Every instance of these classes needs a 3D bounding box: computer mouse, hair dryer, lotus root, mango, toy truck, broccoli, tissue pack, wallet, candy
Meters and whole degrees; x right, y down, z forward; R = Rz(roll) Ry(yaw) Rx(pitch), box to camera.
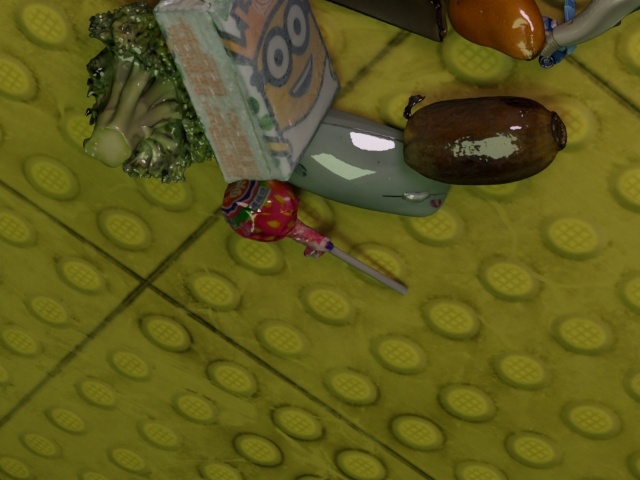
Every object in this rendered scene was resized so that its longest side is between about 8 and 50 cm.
[{"bbox_3d":[0.055,-0.109,2.203,0.288,0.097,0.159,22,138,4],"label":"computer mouse"},{"bbox_3d":[0.462,-0.293,1.804,0.295,0.119,0.298,19,144,-6],"label":"hair dryer"},{"bbox_3d":[0.230,-0.144,2.059,0.241,0.123,0.124,0,143,30],"label":"lotus root"},{"bbox_3d":[0.241,-0.301,1.891,0.159,0.084,0.105,30,129,32],"label":"mango"},{"bbox_3d":[0.316,-0.284,1.923,0.073,0.056,0.090,34,126,-18],"label":"toy truck"},{"bbox_3d":[-0.247,-0.217,2.138,0.235,0.260,0.288,-30,118,6],"label":"broccoli"},{"bbox_3d":[-0.096,-0.267,2.007,0.128,0.228,0.311,0,133,27],"label":"tissue pack"},{"bbox_3d":[0.079,-0.337,1.950,0.198,0.031,0.110,24,160,19],"label":"wallet"},{"bbox_3d":[0.000,0.000,2.360,0.365,0.124,0.124,29,141,-23],"label":"candy"}]
